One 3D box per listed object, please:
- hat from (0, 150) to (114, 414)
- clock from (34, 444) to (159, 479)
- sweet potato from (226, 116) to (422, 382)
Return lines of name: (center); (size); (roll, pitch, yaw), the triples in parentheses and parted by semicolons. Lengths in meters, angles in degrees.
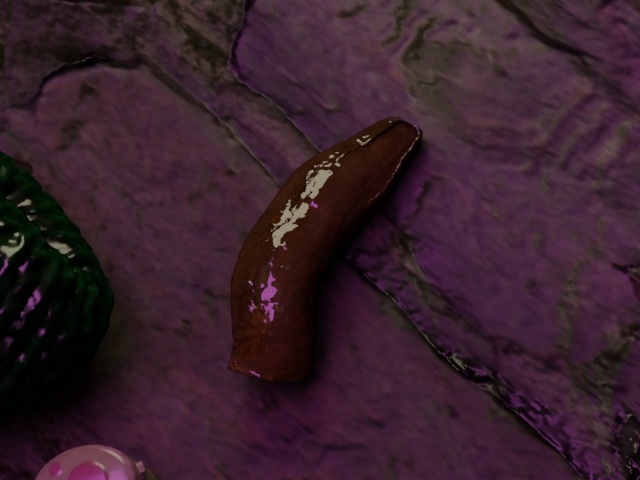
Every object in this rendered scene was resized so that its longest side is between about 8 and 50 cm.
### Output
hat: (-0.366, 0.080, 1.398); (0.332, 0.242, 0.274); (-49, 52, 6)
clock: (-0.242, 0.347, 1.312); (0.309, 0.114, 0.284); (-26, 66, 4)
sweet potato: (-0.002, 0.001, 1.418); (0.112, 0.085, 0.286); (37, 66, -10)
